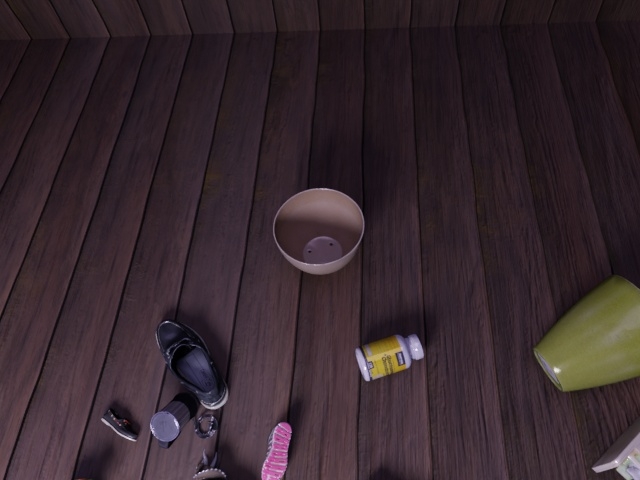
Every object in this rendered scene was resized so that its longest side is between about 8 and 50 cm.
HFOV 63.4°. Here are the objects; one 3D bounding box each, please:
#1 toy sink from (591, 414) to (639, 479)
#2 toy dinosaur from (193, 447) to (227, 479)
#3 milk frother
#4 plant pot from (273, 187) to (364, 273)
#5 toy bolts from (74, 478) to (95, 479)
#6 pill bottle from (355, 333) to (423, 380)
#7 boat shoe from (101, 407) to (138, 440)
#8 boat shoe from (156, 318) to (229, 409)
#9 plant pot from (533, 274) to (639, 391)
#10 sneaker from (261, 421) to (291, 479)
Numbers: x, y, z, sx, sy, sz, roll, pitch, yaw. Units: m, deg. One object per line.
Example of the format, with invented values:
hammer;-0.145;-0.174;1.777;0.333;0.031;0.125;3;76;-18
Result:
toy sink;0.839;0.543;1.312;0.234;0.152;0.131;-36;63;-16
toy dinosaur;-0.249;0.699;1.336;0.314;0.121;0.160;30;80;25
milk frother;-0.375;0.511;1.446;0.143;0.135;0.129;-2;97;10
plant pot;0.000;0.000;1.687;0.284;0.191;0.284;-2;59;3
toy bolts;-0.619;0.766;1.350;0.218;0.158;0.228;40;51;-18
pill bottle;0.202;0.336;1.519;0.184;0.103;0.103;-17;59;-5
boat shoe;-0.577;0.534;1.502;0.133;0.049;0.042;26;73;24
boat shoe;-0.401;0.352;1.558;0.127;0.113;0.340;-32;62;-14
plant pot;0.759;0.287;1.434;0.294;0.275;0.274;-32;60;5
sneaker;-0.120;0.581;1.432;0.063;0.075;0.170;14;83;-6
